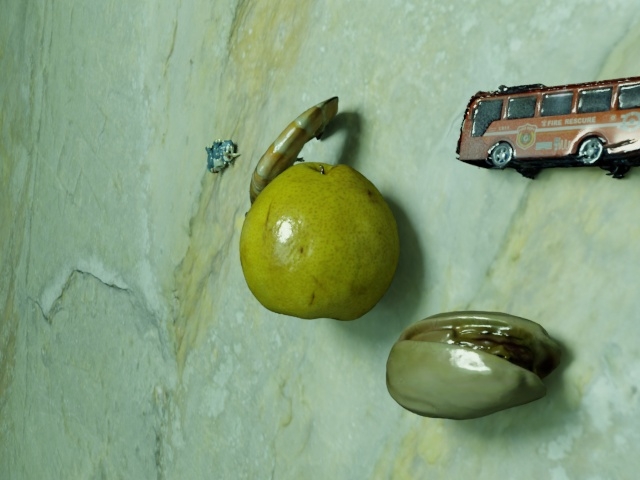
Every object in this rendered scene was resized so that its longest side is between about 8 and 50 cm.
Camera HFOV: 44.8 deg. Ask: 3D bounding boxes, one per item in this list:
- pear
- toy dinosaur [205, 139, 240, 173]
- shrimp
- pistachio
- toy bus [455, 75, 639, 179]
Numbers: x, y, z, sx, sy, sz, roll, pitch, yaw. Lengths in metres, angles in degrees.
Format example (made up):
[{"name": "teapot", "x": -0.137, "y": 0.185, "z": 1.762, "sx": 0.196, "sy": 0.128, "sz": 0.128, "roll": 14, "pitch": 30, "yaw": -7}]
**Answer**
[{"name": "pear", "x": 0.000, "y": 0.000, "z": 0.986, "sx": 0.208, "sy": 0.208, "sz": 0.209, "roll": -1, "pitch": 89, "yaw": 49}, {"name": "toy dinosaur", "x": -0.170, "y": -0.141, "z": 1.306, "sx": 0.083, "sy": 0.030, "sz": 0.047, "roll": -23, "pitch": 70, "yaw": 47}, {"name": "shrimp", "x": -0.042, "y": -0.108, "z": 1.111, "sx": 0.058, "sy": 0.169, "sz": 0.296, "roll": 43, "pitch": 157, "yaw": 5}, {"name": "pistachio", "x": 0.162, "y": 0.141, "z": 0.857, "sx": 0.206, "sy": 0.131, "sz": 0.130, "roll": -9, "pitch": 41, "yaw": 45}, {"name": "toy bus", "x": 0.248, "y": -0.114, "z": 0.801, "sx": 0.234, "sy": 0.073, "sz": 0.097, "roll": 7, "pitch": 85, "yaw": 49}]
